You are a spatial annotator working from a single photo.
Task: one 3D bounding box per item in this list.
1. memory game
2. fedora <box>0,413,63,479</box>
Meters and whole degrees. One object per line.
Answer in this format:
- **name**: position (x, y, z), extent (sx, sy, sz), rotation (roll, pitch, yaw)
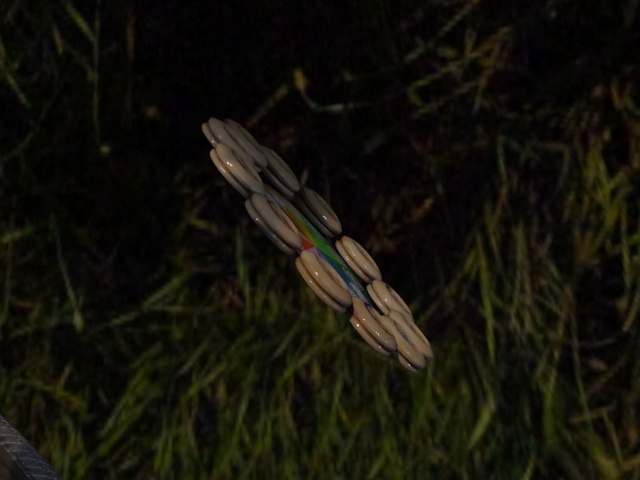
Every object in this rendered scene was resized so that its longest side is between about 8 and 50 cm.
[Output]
- **memory game**: position (0.000, 0.000, 0.709), extent (0.012, 0.186, 0.186), rotation (-41, 127, 9)
- **fedora**: position (-0.154, 0.127, 0.332), extent (0.124, 0.275, 0.243), rotation (-48, 160, 14)
